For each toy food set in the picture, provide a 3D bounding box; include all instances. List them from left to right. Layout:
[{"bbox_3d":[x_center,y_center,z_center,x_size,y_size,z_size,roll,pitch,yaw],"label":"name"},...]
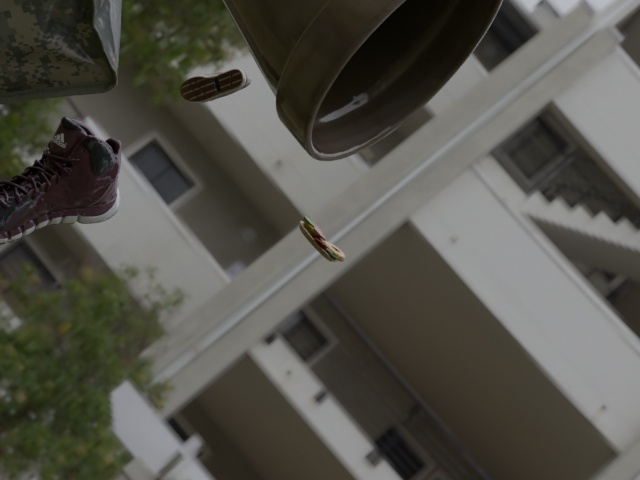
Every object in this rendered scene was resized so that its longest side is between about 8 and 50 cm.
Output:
[{"bbox_3d":[0.000,0.000,1.933,0.083,0.020,0.082,50,7,18],"label":"toy food set"}]

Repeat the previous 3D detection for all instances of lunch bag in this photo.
[{"bbox_3d":[-0.342,-0.243,1.264,0.235,0.287,0.169,-99,-178,-51],"label":"lunch bag"}]

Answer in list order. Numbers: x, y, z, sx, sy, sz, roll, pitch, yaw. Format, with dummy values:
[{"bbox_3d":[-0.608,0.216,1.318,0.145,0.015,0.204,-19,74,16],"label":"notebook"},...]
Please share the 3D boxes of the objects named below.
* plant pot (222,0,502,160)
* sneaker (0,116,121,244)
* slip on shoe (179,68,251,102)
[{"bbox_3d":[0.016,-0.305,1.572,0.280,0.323,0.323,47,-20,15],"label":"plant pot"},{"bbox_3d":[-0.396,-0.096,1.825,0.106,0.281,0.162,42,-51,32],"label":"sneaker"},{"bbox_3d":[-0.190,-0.281,2.392,0.041,0.135,0.051,-2,78,-66],"label":"slip on shoe"}]
